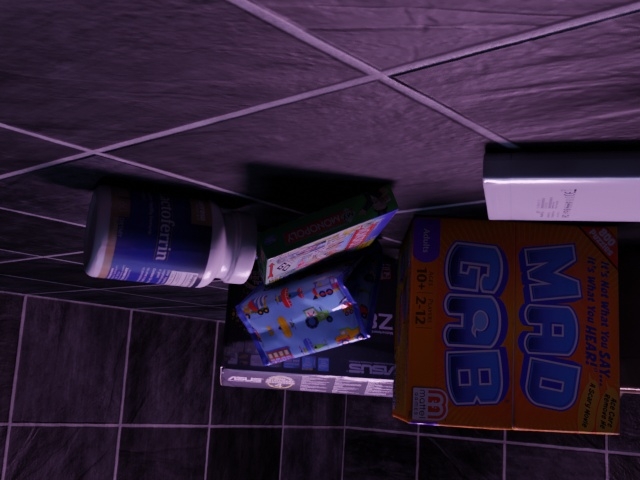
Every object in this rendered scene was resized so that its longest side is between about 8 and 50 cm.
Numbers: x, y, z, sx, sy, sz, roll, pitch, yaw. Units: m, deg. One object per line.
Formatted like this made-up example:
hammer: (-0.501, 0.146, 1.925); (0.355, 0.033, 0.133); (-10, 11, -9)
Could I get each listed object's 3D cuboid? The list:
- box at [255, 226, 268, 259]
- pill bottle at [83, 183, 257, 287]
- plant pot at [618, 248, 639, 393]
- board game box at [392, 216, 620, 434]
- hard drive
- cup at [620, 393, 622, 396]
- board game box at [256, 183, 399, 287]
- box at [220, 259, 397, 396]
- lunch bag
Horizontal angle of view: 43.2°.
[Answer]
box: (-0.127, 0.006, 1.612); (0.059, 0.054, 0.169); (-5, 166, 34)
pill bottle: (-0.248, -0.002, 1.344); (0.265, 0.153, 0.153); (7, 169, -23)
plant pot: (0.677, 0.167, 1.617); (0.324, 0.280, 0.323); (3, 170, 0)
board game box: (0.330, 0.171, 1.533); (0.357, 0.356, 0.356); (3, 170, 2)
hard drive: (0.401, -0.069, 1.076); (0.353, 0.047, 0.233); (1, 169, 14)
cup: (0.651, 0.234, 2.027); (0.331, 0.331, 0.237); (4, 142, -1)
board game box: (0.000, 0.000, 1.339); (0.214, 0.046, 0.317); (-21, 172, -8)
box: (-0.016, 0.181, 1.809); (0.395, 0.318, 0.097); (5, 144, -4)
lunch bag: (0.000, 0.092, 1.574); (0.221, 0.138, 0.293); (-18, -162, 21)
